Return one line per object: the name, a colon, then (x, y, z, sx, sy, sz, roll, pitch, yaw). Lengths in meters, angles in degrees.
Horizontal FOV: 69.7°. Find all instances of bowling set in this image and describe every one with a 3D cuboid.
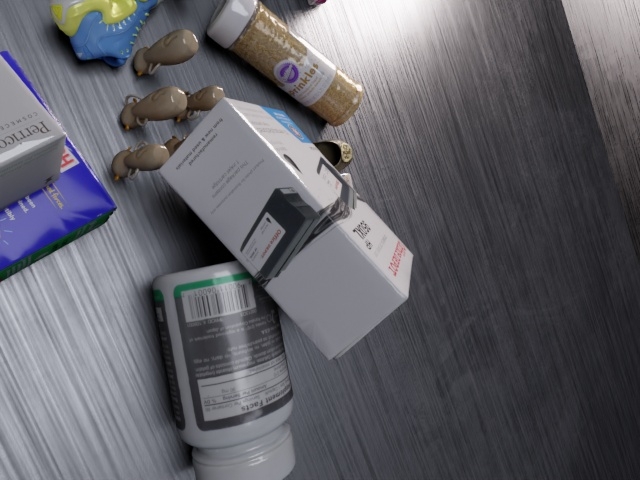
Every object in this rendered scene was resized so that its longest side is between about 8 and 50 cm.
bowling set: (-0.257, -0.209, 0.849, 0.199, 0.154, 0.287, 33, 62, -49)

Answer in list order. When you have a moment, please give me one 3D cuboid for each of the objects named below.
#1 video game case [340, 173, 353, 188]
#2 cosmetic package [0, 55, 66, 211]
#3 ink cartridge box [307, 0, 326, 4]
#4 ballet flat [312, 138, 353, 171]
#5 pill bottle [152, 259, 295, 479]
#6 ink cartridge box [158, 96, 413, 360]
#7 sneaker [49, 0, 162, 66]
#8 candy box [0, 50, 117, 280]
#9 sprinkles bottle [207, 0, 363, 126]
video game case: (0.012, -0.037, 1.075, 0.206, 0.026, 0.227, -12, 90, -38)
cosmetic package: (-0.487, -0.191, 0.499, 0.366, 0.155, 0.197, 51, 55, -9)
ink cartridge box: (-0.007, -0.752, 1.074, 0.065, 0.185, 0.312, -24, 97, -34)
ballet flat: (-0.012, -0.196, 1.061, 0.249, 0.058, 0.084, -9, 89, -38)
pill bottle: (-0.158, 0.221, 0.793, 0.204, 0.204, 0.362, -9, 88, -38)
ink cartridge box: (-0.029, -0.035, 0.796, 0.395, 0.166, 0.285, 48, 18, 0)
sneaker: (-0.365, -0.389, 0.825, 0.240, 0.091, 0.126, -48, 145, -46)
candy box: (-0.502, -0.069, 0.629, 0.317, 0.122, 0.268, -39, 103, -34)
sprinkles bottle: (-0.067, -0.395, 1.012, 0.355, 0.121, 0.121, 29, 66, -31)
